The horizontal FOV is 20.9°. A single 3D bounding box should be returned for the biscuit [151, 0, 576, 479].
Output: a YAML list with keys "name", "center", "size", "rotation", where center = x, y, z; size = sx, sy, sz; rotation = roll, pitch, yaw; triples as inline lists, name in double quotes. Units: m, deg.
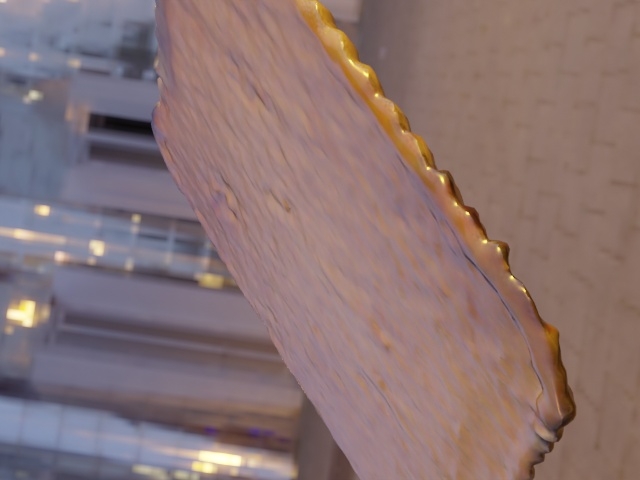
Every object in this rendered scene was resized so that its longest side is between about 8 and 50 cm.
- name: "biscuit"
  center: [0.000, 0.000, 0.598]
  size: [0.237, 0.013, 0.232]
  rotation: [57, 161, 21]
